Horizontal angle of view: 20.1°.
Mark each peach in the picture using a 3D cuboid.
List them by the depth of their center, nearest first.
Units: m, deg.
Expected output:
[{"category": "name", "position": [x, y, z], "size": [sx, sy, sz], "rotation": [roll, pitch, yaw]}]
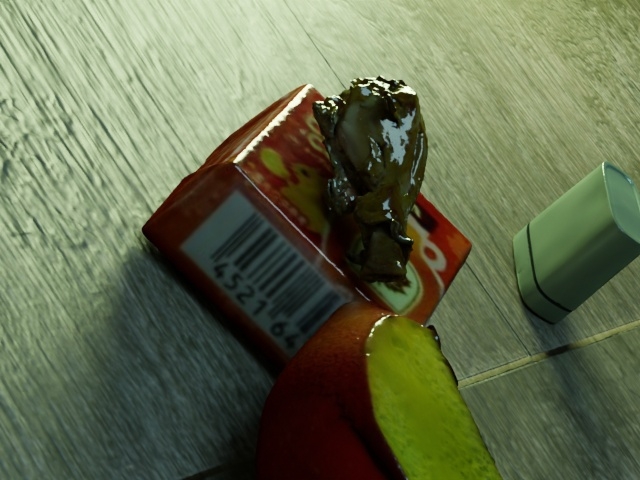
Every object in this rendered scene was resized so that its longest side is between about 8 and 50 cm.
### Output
[{"category": "peach", "position": [0.029, 0.161, 1.296], "size": [0.154, 0.158, 0.267], "rotation": [19, 41, -54]}]

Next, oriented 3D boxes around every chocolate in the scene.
[{"category": "chocolate", "position": [0.000, 0.000, 1.504], "size": [0.237, 0.108, 0.235], "rotation": [44, 29, -2]}]

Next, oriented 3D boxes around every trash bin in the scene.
[{"category": "trash bin", "position": [0.258, 0.001, 1.792], "size": [0.059, 0.130, 0.116], "rotation": [31, 34, -26]}]

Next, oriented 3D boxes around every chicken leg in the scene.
[{"category": "chicken leg", "position": [0.043, -0.055, 1.437], "size": [0.101, 0.085, 0.208], "rotation": [66, 17, -46]}]
